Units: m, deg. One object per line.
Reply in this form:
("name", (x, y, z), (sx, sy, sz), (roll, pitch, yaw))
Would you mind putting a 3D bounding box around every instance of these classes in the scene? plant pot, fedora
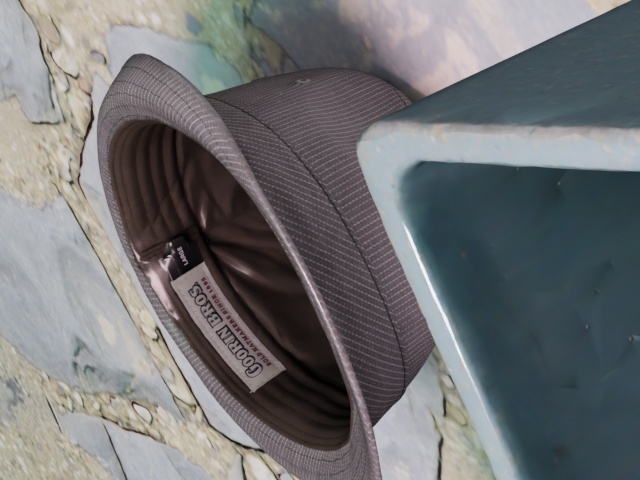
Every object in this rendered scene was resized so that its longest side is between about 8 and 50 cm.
("plant pot", (0.211, 0.023, 0.496), (0.247, 0.252, 0.247), (4, 123, 57))
("fedora", (0.000, 0.000, 0.958), (0.243, 0.124, 0.275), (65, 160, -12))
